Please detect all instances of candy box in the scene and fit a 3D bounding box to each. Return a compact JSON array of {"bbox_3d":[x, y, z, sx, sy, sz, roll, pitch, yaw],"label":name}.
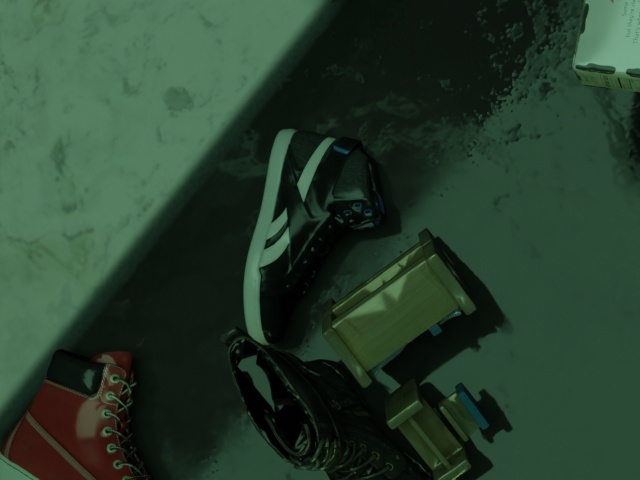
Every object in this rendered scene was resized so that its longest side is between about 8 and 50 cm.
[{"bbox_3d":[0.315,-0.198,1.331,0.196,0.070,0.164,10,86,16],"label":"candy box"}]

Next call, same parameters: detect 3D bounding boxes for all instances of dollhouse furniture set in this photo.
[{"bbox_3d":[0.106,0.108,1.554,0.129,0.129,0.183,-36,99,7],"label":"dollhouse furniture set"}]

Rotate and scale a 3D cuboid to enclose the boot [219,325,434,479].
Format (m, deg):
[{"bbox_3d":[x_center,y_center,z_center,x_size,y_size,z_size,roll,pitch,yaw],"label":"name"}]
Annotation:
[{"bbox_3d":[0.013,0.197,1.495,0.091,0.229,0.263,-41,74,7],"label":"boot"}]

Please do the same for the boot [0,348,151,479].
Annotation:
[{"bbox_3d":[-0.192,0.211,1.626,0.244,0.088,0.176,29,89,20],"label":"boot"}]

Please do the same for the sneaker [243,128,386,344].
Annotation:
[{"bbox_3d":[0.000,0.000,1.603,0.121,0.079,0.216,7,83,17],"label":"sneaker"}]
